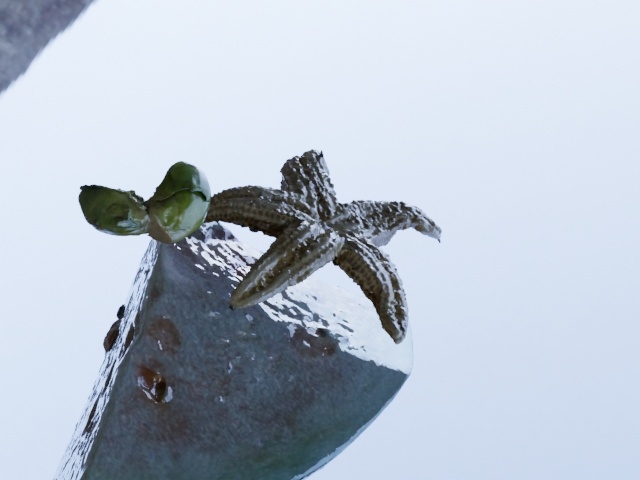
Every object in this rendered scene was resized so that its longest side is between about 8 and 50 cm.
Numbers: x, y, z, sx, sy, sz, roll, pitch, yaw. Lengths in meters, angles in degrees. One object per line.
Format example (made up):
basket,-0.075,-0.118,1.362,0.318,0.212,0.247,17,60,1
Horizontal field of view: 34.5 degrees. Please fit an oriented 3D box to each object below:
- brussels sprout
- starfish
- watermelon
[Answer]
brussels sprout,-0.110,-0.021,0.659,0.083,0.046,0.051,-15,-135,-11
starfish,0.000,0.000,0.880,0.062,0.277,0.235,-63,-147,36
watermelon,-0.098,0.100,0.894,0.228,0.387,0.258,-18,-85,52
